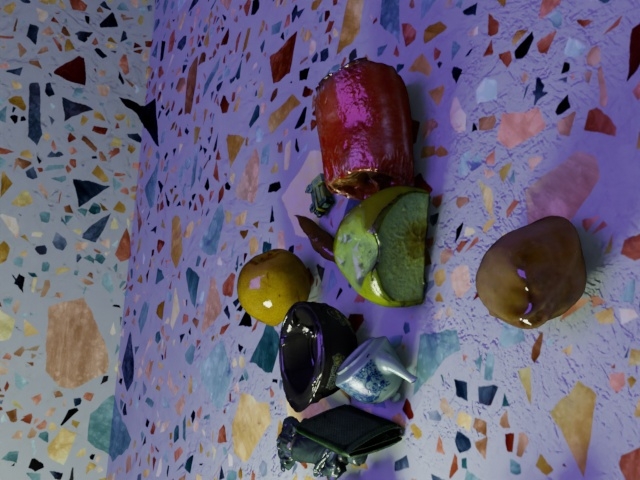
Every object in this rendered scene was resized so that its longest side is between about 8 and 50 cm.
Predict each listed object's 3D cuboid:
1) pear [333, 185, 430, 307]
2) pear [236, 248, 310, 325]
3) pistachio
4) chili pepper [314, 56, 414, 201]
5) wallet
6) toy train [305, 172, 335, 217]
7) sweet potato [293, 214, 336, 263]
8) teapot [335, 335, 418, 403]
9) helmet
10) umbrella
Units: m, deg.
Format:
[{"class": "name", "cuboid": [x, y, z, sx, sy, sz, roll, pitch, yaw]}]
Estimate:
[{"class": "pear", "cuboid": [0.123, 0.004, 1.881, 0.292, 0.159, 0.293, 3, 93, 63]}, {"class": "pear", "cuboid": [-0.126, 0.133, 2.233, 0.209, 0.208, 0.209, -24, 62, 53]}, {"class": "pistachio", "cuboid": [0.379, 0.053, 1.502, 0.213, 0.162, 0.260, -59, 18, -6]}, {"class": "chili pepper", "cuboid": [0.100, -0.249, 1.961, 0.251, 0.229, 0.306, -13, 67, 27]}, {"class": "wallet", "cuboid": [0.062, 0.442, 1.884, 0.236, 0.160, 0.055, 3, 103, 58]}, {"class": "toy train", "cuboid": [0.001, -0.124, 2.253, 0.081, 0.050, 0.122, -40, 47, 36]}, {"class": "sweet potato", "cuboid": [0.000, 0.000, 2.198, 0.274, 0.067, 0.067, 46, 120, 50]}, {"class": "teapot", "cuboid": [0.125, 0.313, 1.851, 0.232, 0.158, 0.159, 138, 133, -55]}, {"class": "helmet", "cuboid": [0.004, 0.283, 2.019, 0.230, 0.160, 0.279, 38, 126, 55]}, {"class": "umbrella", "cuboid": [0.006, 0.515, 2.008, 0.348, 0.094, 0.143, -12, 65, 54]}]
